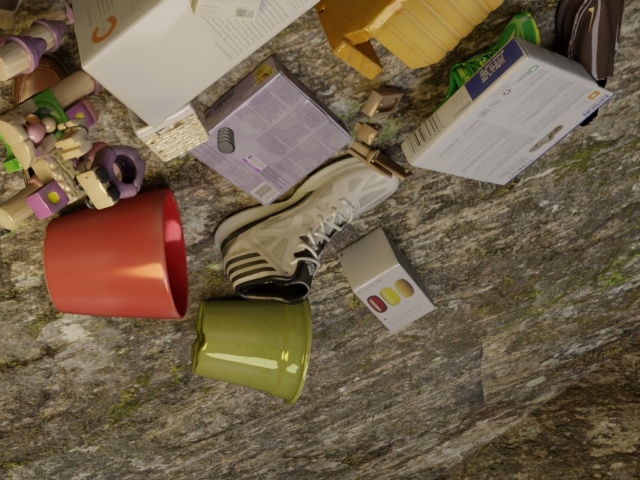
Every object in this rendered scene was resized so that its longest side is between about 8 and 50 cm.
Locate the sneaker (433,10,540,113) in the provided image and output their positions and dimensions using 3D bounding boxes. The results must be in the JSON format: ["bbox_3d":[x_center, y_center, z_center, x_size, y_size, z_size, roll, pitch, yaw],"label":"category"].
[{"bbox_3d":[0.339,-0.335,1.624,0.123,0.109,0.296,6,132,-34],"label":"sneaker"}]

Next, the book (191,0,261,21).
[{"bbox_3d":[-0.118,-0.380,1.109,0.096,0.035,0.144,0,134,-27],"label":"book"}]

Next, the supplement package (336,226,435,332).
[{"bbox_3d":[0.167,0.103,1.999,0.139,0.134,0.244,-32,138,11],"label":"supplement package"}]

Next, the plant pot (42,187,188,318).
[{"bbox_3d":[-0.409,0.038,1.598,0.243,0.275,0.275,-6,138,-2],"label":"plant pot"}]

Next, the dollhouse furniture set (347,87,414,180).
[{"bbox_3d":[0.150,-0.215,1.622,0.144,0.123,0.151,-24,147,-60],"label":"dollhouse furniture set"}]

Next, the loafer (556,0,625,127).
[{"bbox_3d":[0.573,-0.388,1.653,0.133,0.130,0.366,-17,139,-7],"label":"loafer"}]

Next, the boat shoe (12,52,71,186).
[{"bbox_3d":[-0.487,-0.189,1.420,0.110,0.104,0.307,-5,135,-16],"label":"boat shoe"}]

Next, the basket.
[{"bbox_3d":[-0.276,-0.241,1.418,0.113,0.167,0.103,-26,145,5],"label":"basket"}]

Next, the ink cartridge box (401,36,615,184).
[{"bbox_3d":[0.384,-0.250,1.623,0.330,0.071,0.324,5,142,-43],"label":"ink cartridge box"}]

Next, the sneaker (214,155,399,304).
[{"bbox_3d":[0.000,0.001,1.722,0.447,0.258,0.169,-26,139,4],"label":"sneaker"}]

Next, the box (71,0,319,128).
[{"bbox_3d":[-0.204,-0.383,1.252,0.345,0.215,0.168,-34,137,13],"label":"box"}]

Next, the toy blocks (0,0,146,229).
[{"bbox_3d":[-0.402,-0.207,1.246,0.308,0.260,0.289,-10,117,39],"label":"toy blocks"}]

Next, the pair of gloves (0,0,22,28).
[{"bbox_3d":[-0.537,-0.408,1.169,0.240,0.042,0.204,-11,141,-45],"label":"pair of gloves"}]

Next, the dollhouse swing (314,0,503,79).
[{"bbox_3d":[0.221,-0.413,1.375,0.347,0.315,0.305,-41,124,20],"label":"dollhouse swing"}]

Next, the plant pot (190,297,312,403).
[{"bbox_3d":[-0.179,0.251,1.938,0.253,0.276,0.276,8,132,-14],"label":"plant pot"}]

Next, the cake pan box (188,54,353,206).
[{"bbox_3d":[-0.100,-0.209,1.600,0.245,0.070,0.267,-36,137,19],"label":"cake pan box"}]
